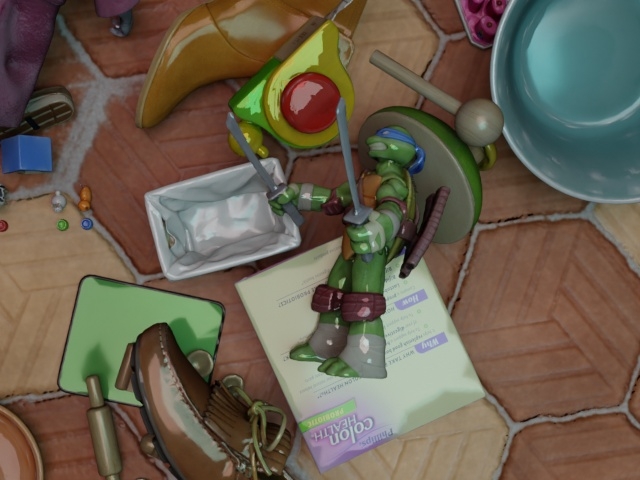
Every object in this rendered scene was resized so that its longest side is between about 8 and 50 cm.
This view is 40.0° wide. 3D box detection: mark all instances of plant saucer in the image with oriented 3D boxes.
[{"bbox_3d":[-0.436,0.289,1.076,0.200,0.037,0.199,0,87,-3],"label":"plant saucer"}]

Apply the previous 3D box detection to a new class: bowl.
[{"bbox_3d":[0.339,-0.211,1.036,0.312,0.163,0.311,0,106,-1],"label":"bowl"}]

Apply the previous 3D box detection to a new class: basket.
[{"bbox_3d":[-0.116,-0.022,1.070,0.167,0.103,0.113,-15,87,-3],"label":"basket"}]

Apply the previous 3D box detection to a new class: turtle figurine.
[{"bbox_3d":[0.000,0.000,0.915,0.198,0.275,0.266,7,90,33],"label":"turtle figurine"}]

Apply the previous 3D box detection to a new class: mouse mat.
[{"bbox_3d":[-0.225,0.134,1.107,0.190,0.007,0.152,12,87,-2],"label":"mouse mat"}]

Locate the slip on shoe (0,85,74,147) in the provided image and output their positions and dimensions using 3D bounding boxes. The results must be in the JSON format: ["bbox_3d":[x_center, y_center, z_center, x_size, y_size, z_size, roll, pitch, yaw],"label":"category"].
[{"bbox_3d":[-0.376,-0.157,1.101,0.135,0.051,0.041,-23,55,3],"label":"slip on shoe"}]

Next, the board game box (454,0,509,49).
[{"bbox_3d":[0.317,-0.492,1.136,0.390,0.050,0.389,-20,88,-3],"label":"board game box"}]

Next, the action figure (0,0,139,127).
[{"bbox_3d":[-0.339,-0.314,0.987,0.248,0.275,0.370,40,101,-7],"label":"action figure"}]

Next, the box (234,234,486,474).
[{"bbox_3d":[0.044,0.117,1.061,0.214,0.117,0.242,-25,87,-3],"label":"box"}]

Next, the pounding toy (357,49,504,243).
[{"bbox_3d":[0.146,-0.116,1.044,0.110,0.236,0.183,-37,62,-27],"label":"pounding toy"}]

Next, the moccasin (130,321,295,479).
[{"bbox_3d":[-0.082,0.251,1.005,0.147,0.139,0.380,-33,92,3],"label":"moccasin"}]

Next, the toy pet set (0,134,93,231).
[{"bbox_3d":[-0.351,-0.069,1.084,0.122,0.065,0.114,-3,87,-2],"label":"toy pet set"}]

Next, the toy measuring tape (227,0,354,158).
[{"bbox_3d":[0.026,-0.209,1.021,0.330,0.121,0.121,-44,89,2],"label":"toy measuring tape"}]

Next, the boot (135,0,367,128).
[{"bbox_3d":[-0.079,-0.226,1.086,0.211,0.104,0.295,29,92,-7],"label":"boot"}]

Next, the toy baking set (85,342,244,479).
[{"bbox_3d":[-0.184,0.249,1.085,0.197,0.030,0.256,-7,90,-2],"label":"toy baking set"}]
